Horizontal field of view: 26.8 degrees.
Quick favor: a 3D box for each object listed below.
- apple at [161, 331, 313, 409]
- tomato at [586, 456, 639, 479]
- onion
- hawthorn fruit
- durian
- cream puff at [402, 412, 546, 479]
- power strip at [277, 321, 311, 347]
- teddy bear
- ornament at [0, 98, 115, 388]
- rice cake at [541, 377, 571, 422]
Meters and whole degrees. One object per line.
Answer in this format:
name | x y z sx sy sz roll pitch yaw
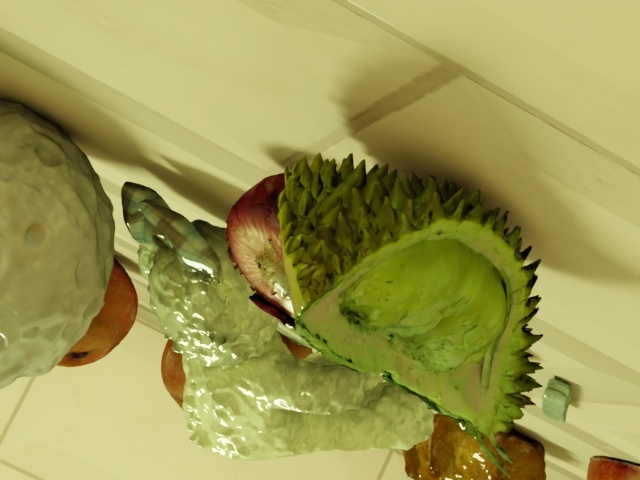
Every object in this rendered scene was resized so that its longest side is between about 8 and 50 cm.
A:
apple | -0.132 0.213 2.240 0.253 0.254 0.253 25 170 5
tomato | 0.531 0.446 1.963 0.338 0.144 0.338 25 172 4
onion | 0.000 0.000 1.206 0.150 0.140 0.150 20 124 32
hawthorn fruit | -0.466 0.112 2.474 0.258 0.258 0.262 27 -173 -5
durian | 0.063 0.040 1.015 0.158 0.169 0.352 18 167 36
cream puff | 0.259 0.367 2.219 0.241 0.155 0.269 17 160 19
power strip | -0.057 0.130 2.121 0.047 0.030 0.191 15 165 41
teddy bear | -0.044 0.078 1.597 0.375 0.362 0.327 -10 -150 -24
ornament | -0.388 0.008 1.504 0.337 0.337 0.337 25 170 5
rice cake | 0.286 0.195 1.626 0.033 0.029 0.171 19 168 13
